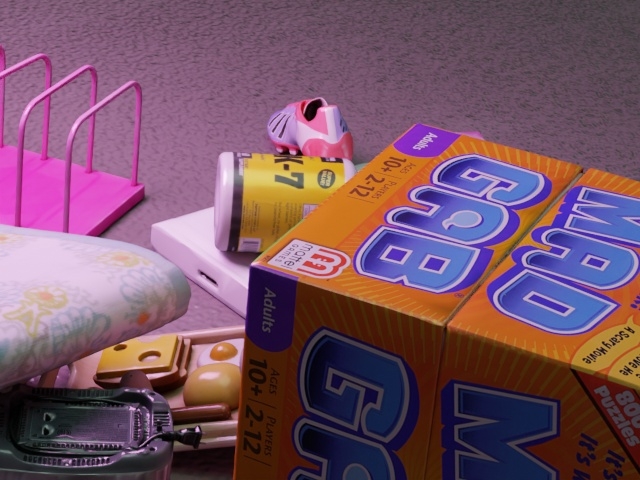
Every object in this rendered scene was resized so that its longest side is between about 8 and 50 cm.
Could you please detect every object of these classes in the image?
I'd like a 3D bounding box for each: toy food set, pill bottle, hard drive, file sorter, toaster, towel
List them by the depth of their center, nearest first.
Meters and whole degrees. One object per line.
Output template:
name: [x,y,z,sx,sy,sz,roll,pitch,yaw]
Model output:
toaster: [-0.222,0.221,1.598,0.227,0.146,0.129,2,29,-7]
towel: [-0.365,0.066,1.702,0.374,0.090,0.320,7,19,32]
toy food set: [-0.135,0.120,1.808,0.306,0.092,0.220,-6,27,7]
pill bottle: [-0.019,-0.042,2.062,0.208,0.119,0.119,3,28,-7]
hard drive: [0.000,0.000,2.163,0.353,0.047,0.233,-18,37,-37]
file sorter: [-0.390,-0.132,2.179,0.291,0.182,0.202,16,29,17]

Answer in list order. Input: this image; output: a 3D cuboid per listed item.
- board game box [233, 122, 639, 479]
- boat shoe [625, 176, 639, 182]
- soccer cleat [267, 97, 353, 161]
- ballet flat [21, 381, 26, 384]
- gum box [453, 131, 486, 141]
board game box: [0.159,0.153,1.584,0.356,0.356,0.356,17,30,20]
boat shoe: [0.451,-0.021,2.264,0.320,0.103,0.118,-16,54,-26]
soccer cleat: [-0.014,-0.159,2.365,0.083,0.095,0.248,-7,17,-15]
ballet flat: [-0.375,0.148,1.769,0.086,0.086,0.248,29,36,35]
gum box: [0.186,-0.083,2.339,0.107,0.062,0.188,-2,29,-16]
